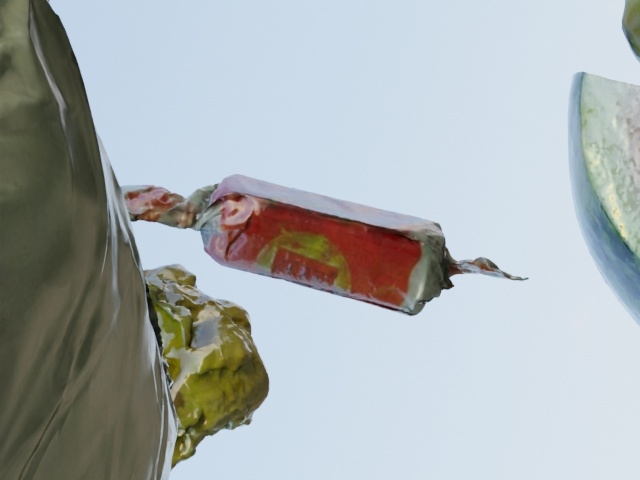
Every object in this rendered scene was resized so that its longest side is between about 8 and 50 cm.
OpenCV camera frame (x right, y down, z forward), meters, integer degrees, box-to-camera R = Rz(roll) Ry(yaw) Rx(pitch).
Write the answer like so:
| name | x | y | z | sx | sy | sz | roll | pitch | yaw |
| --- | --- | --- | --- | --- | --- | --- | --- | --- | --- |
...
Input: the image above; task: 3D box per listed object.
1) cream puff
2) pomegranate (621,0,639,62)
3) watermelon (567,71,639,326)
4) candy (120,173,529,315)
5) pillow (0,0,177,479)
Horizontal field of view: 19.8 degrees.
| name | x | y | z | sx | sy | sz | roll | pitch | yaw |
| --- | --- | --- | --- | --- | --- | --- | --- | --- | --- |
| cream puff | -0.194 | 0.122 | 1.821 | 0.282 | 0.281 | 0.185 | -53 | -38 | -43 |
| pomegranate | 0.313 | -0.131 | 1.090 | 0.204 | 0.276 | 0.222 | -45 | -10 | -8 |
| watermelon | 0.346 | -0.032 | 1.713 | 0.193 | 0.231 | 0.310 | 12 | -120 | -58 |
| candy | 0.000 | 0.001 | 1.265 | 0.086 | 0.292 | 0.059 | -71 | -5 | -75 |
| pillow | -0.144 | 0.059 | 0.520 | 0.283 | 0.138 | 0.310 | -51 | -29 | -32 |
